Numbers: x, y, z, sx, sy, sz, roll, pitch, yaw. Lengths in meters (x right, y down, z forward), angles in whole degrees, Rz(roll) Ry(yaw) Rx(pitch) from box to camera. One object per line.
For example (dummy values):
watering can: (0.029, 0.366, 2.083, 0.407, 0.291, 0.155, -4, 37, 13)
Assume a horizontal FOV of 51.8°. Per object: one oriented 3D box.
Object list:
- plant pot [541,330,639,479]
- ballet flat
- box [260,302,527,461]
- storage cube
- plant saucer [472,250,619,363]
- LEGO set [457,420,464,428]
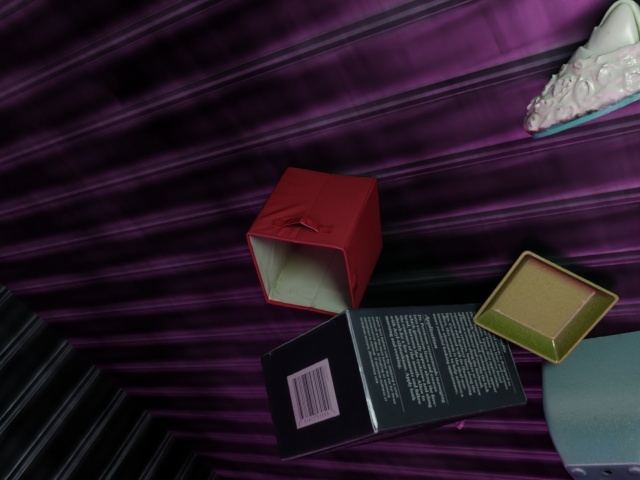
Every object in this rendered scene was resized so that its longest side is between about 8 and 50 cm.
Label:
plant pot: (0.573, 0.354, 1.253, 0.248, 0.252, 0.247, -19, 122, 40)
ballet flat: (0.431, -0.250, 0.794, 0.409, 0.147, 0.147, -18, 124, 36)
box: (0.139, 0.267, 1.271, 0.396, 0.212, 0.293, 3, 155, -37)
storage cube: (0.000, 0.000, 1.218, 0.184, 0.193, 0.215, 9, 137, 20)
plant saucer: (0.408, 0.116, 1.215, 0.188, 0.045, 0.188, 27, 123, -1)
LEGO set: (0.265, 0.370, 1.556, 0.227, 0.093, 0.087, 24, 140, 2)
